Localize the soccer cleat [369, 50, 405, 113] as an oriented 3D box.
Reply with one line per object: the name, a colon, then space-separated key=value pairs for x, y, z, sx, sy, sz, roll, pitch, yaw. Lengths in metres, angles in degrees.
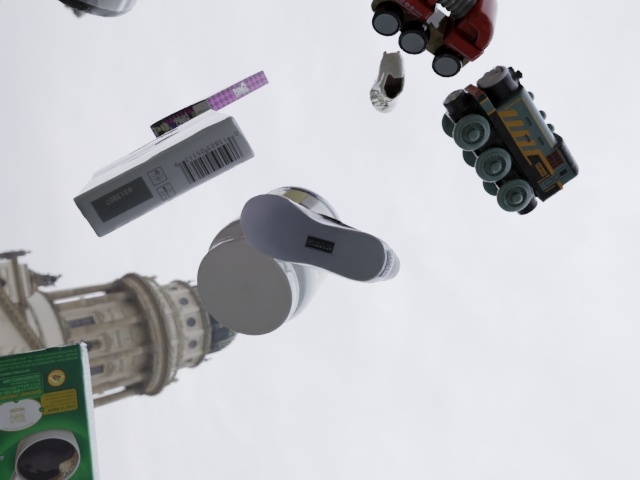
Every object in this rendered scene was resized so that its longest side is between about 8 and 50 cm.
soccer cleat: x=0.143 y=-0.320 z=1.250 sx=0.196 sy=0.068 sz=0.076 roll=92 pitch=-7 yaw=-68

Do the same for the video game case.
video game case: x=-0.267 y=-0.331 z=1.420 sx=0.210 sy=0.232 sz=0.041 roll=-13 pitch=-68 yaw=37

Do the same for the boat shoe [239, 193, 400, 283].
boat shoe: x=0.000 y=0.000 z=0.748 sx=0.229 sy=0.076 sz=0.080 roll=16 pitch=-93 yaw=31

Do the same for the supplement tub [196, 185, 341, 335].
supplement tub: x=-0.097 y=0.035 z=1.248 sx=0.236 sy=0.325 sz=0.235 roll=7 pitch=-67 yaw=16

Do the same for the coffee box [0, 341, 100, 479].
coffee box: x=-0.267 y=0.195 z=0.540 sx=0.040 sy=0.113 sz=0.184 roll=136 pitch=-55 yaw=-72

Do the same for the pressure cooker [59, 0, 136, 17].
pressure cooker: x=-0.599 y=-0.877 z=1.590 sx=0.370 sy=0.375 sz=0.420 roll=41 pitch=-58 yaw=-2

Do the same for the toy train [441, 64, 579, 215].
toy train: x=0.402 y=-0.209 z=1.253 sx=0.190 sy=0.142 sz=0.334 roll=-36 pitch=-69 yaw=12

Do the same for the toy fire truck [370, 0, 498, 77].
toy fire truck: x=0.242 y=-0.451 z=1.032 sx=0.246 sy=0.217 sz=0.158 roll=-35 pitch=-149 yaw=54

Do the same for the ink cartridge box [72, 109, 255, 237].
ink cartridge box: x=-0.189 y=-0.092 z=0.714 sx=0.066 sy=0.189 sz=0.232 roll=62 pitch=-7 yaw=-16
